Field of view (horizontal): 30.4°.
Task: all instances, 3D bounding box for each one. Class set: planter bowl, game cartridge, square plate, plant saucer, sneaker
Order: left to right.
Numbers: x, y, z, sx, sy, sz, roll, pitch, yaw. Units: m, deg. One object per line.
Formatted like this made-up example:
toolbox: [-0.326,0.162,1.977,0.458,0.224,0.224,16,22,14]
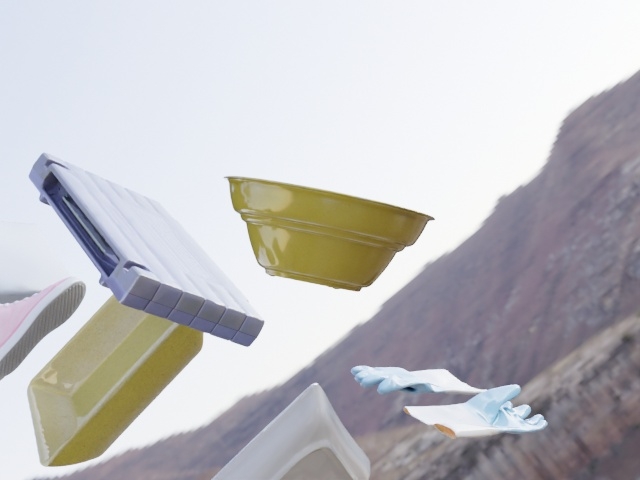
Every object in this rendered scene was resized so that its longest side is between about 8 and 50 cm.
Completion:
sneaker: [-0.318,0.076,1.262,0.134,0.070,0.051,-46,-28,-9]
plant saucer: [-0.316,0.194,1.878,0.333,0.081,0.333,-47,23,-1]
game cartridge: [-0.242,0.013,1.608,0.230,0.355,0.068,30,-81,-42]
square plate: [-0.078,0.370,1.508,0.347,0.049,0.344,-44,-28,-10]
planter bowl: [0.000,0.000,1.182,0.217,0.217,0.090,19,-97,-79]

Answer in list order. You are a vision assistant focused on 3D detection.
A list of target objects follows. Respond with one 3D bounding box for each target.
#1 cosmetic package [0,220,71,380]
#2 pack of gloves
cosmetic package: [-0.540,0.086,1.639,0.217,0.156,0.385,-44,-20,18]
pack of gloves: [0.165,0.182,1.464,0.232,0.195,0.046,7,-76,-49]
